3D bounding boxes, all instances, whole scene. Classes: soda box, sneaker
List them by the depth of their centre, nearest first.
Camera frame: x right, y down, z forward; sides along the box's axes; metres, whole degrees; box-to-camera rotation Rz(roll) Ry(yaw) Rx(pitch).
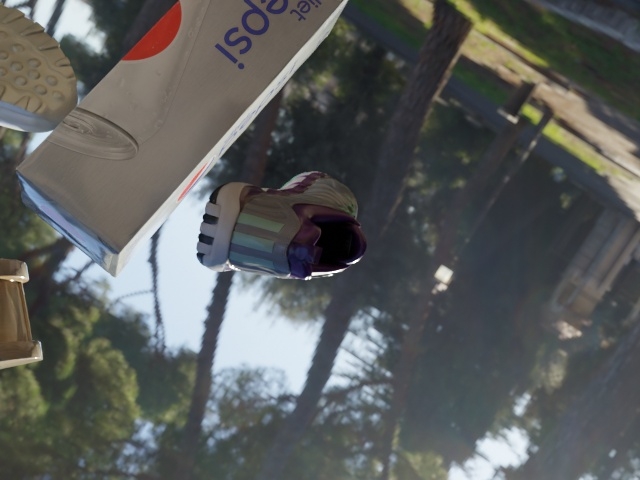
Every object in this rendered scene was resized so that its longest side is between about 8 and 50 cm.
[{"bbox_3d":[0.000,0.000,0.734,0.098,0.083,0.224,16,-167,21],"label":"sneaker"},{"bbox_3d":[-0.290,-0.135,0.758,0.235,0.094,0.090,27,-135,11],"label":"sneaker"},{"bbox_3d":[-0.102,-0.114,0.760,0.098,0.286,0.091,40,161,-2],"label":"soda box"}]

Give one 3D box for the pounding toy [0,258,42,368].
[{"bbox_3d":[-0.311,0.036,0.744,0.154,0.154,0.269,-6,170,-42],"label":"pounding toy"}]
